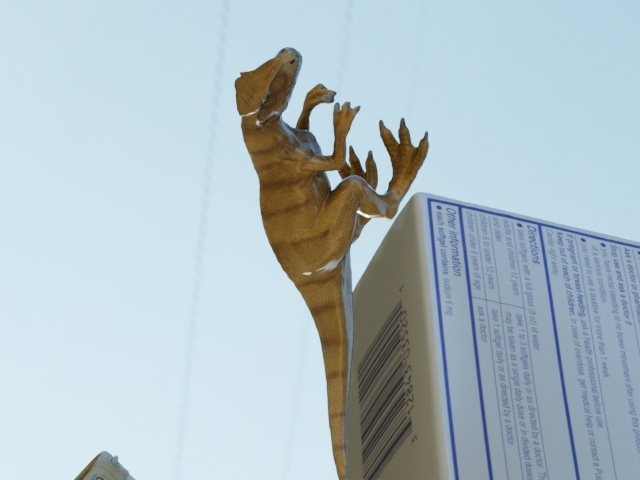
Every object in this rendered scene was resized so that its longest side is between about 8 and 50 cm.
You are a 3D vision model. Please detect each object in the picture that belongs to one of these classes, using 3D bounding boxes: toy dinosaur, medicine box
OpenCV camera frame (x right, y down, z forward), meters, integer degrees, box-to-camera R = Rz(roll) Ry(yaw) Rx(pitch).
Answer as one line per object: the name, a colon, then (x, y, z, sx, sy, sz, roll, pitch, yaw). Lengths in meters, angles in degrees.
toy dinosaur: (0.000, 0.000, 0.865, 0.064, 0.112, 0.211, 9, -53, 41)
medicine box: (0.175, 0.135, 1.274, 0.149, 0.289, 0.263, 120, -24, -44)

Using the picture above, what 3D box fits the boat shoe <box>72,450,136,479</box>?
boat shoe: (-0.112, 0.122, 0.664, 0.048, 0.153, 0.056, 54, -49, 8)
